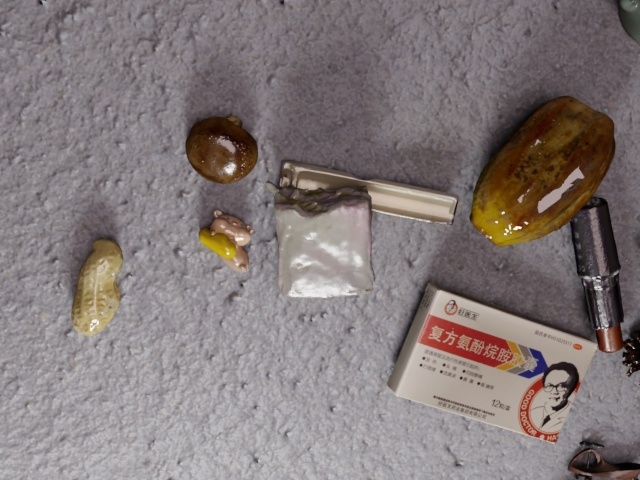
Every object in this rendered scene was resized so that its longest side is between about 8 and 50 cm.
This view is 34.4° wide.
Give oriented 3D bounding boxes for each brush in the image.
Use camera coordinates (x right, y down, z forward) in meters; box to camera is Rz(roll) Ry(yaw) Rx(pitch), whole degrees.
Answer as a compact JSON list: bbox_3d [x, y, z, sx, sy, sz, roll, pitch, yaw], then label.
[{"bbox_3d":[0.085,-0.087,1.848,0.320,0.050,0.060,11,103,-4],"label":"brush"}]

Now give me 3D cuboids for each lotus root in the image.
[{"bbox_3d":[0.390,-0.110,1.835,0.193,0.193,0.291,41,91,-15],"label":"lotus root"}]

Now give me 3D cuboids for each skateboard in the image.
[{"bbox_3d":[0.563,0.442,2.040,0.151,0.067,0.080,8,92,-7],"label":"skateboard"}]

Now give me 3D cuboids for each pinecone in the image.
[{"bbox_3d":[0.636,0.217,1.967,0.120,0.140,0.140,-10,107,27],"label":"pinecone"}]

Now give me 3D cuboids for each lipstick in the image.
[{"bbox_3d":[0.522,0.066,1.934,0.081,0.081,0.300,-16,103,-6],"label":"lipstick"}]

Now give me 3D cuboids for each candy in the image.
[{"bbox_3d":[0.000,0.000,1.783,0.184,0.137,0.195,-1,113,1],"label":"candy"}]

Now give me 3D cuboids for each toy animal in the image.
[{"bbox_3d":[-0.151,-0.001,1.806,0.114,0.091,0.082,43,79,-14],"label":"toy animal"}]

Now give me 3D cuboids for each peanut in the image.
[{"bbox_3d":[-0.382,0.082,1.789,0.080,0.080,0.175,13,98,-12],"label":"peanut"}]

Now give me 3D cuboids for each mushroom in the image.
[{"bbox_3d":[-0.170,-0.153,1.777,0.127,0.087,0.127,3,120,6],"label":"mushroom"}]

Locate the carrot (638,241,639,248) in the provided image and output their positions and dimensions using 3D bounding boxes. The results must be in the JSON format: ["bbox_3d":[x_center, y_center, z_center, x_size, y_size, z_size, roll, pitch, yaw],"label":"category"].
[{"bbox_3d":[0.704,-0.044,1.950,0.228,0.069,0.069,-35,106,-2],"label":"carrot"}]

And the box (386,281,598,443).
[{"bbox_3d":[0.323,0.233,1.934,0.353,0.069,0.214,19,98,-19],"label":"box"}]

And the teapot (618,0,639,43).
[{"bbox_3d":[0.637,-0.418,1.810,0.239,0.149,0.163,2,101,-10],"label":"teapot"}]
